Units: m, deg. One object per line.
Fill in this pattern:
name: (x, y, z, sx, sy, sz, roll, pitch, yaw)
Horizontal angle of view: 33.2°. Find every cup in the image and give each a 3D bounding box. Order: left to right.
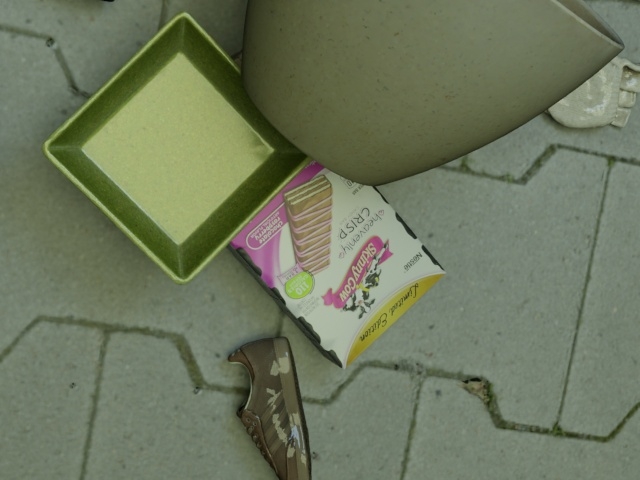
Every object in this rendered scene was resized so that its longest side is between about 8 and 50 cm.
cup: (0.065, -0.189, 0.955, 0.331, 0.331, 0.237, 33, 112, -16)

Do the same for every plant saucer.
plant saucer: (-0.134, -0.087, 1.026, 0.188, 0.045, 0.188, -45, 103, -5)

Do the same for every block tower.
block tower: (-0.040, -0.175, 1.111, 0.335, 0.091, 0.097, -42, 104, -8)

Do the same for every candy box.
candy box: (0.000, 0.000, 1.152, 0.159, 0.071, 0.233, -43, 106, -7)

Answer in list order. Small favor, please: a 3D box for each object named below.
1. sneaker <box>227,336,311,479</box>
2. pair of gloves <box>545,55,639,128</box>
sneaker: (-0.053, 0.200, 1.174, 0.071, 0.066, 0.188, -9, 94, 3)
pair of gloves: (0.298, -0.250, 1.220, 0.204, 0.042, 0.240, 14, 93, -16)
